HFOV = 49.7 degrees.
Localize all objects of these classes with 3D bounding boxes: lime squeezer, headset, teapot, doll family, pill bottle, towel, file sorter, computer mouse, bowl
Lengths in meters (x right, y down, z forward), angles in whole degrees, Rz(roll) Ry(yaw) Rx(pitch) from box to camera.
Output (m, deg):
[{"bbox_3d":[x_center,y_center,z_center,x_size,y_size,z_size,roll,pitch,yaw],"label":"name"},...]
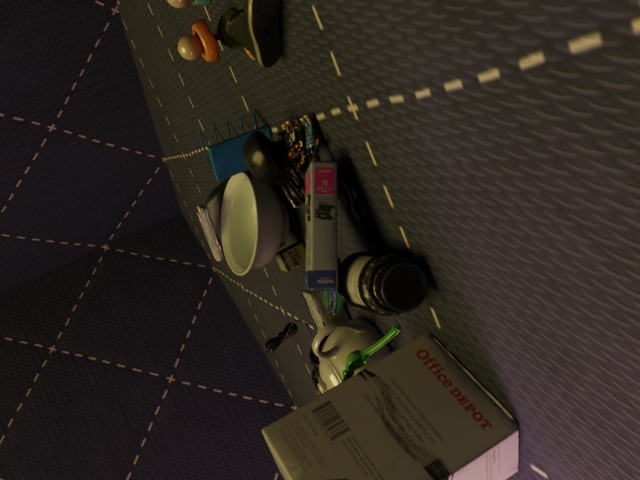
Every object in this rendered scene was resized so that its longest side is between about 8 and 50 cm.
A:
[{"bbox_3d":[0.099,0.331,1.625,0.110,0.310,0.059,22,-174,29],"label":"lime squeezer"},{"bbox_3d":[0.016,0.387,2.049,0.394,0.185,0.243,41,154,29],"label":"headset"},{"bbox_3d":[0.077,0.332,1.772,0.255,0.187,0.252,63,164,8],"label":"teapot"},{"bbox_3d":[-0.045,-0.203,1.528,0.193,0.076,0.111,148,115,-79],"label":"doll family"},{"bbox_3d":[0.120,0.084,1.365,0.122,0.123,0.219,67,163,-8],"label":"pill bottle"},{"bbox_3d":[-0.282,-0.093,2.179,0.034,0.285,0.209,4,127,26],"label":"towel"},{"bbox_3d":[-0.225,-0.260,1.850,0.104,0.170,0.118,57,163,37],"label":"file sorter"},{"bbox_3d":[-0.125,-0.176,1.661,0.188,0.072,0.272,65,-172,11],"label":"computer mouse"},{"bbox_3d":[-0.179,-0.049,2.001,0.298,0.134,0.297,3,93,62],"label":"bowl"}]

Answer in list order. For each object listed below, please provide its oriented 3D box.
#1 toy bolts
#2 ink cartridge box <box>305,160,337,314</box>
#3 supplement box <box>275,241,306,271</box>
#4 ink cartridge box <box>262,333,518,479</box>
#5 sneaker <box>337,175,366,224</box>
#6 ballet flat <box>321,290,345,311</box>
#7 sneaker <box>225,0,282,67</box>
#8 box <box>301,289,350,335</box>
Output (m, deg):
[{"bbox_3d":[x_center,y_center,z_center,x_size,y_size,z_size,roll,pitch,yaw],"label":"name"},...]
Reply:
[{"bbox_3d":[-0.249,-0.500,1.564,0.218,0.159,0.228,45,156,48],"label":"toy bolts"},{"bbox_3d":[0.000,0.000,1.459,0.186,0.065,0.310,145,122,-84],"label":"ink cartridge box"},{"bbox_3d":[-0.081,0.046,2.014,0.056,0.083,0.083,64,165,-8],"label":"supplement box"},{"bbox_3d":[0.135,0.400,1.318,0.285,0.395,0.166,48,160,45],"label":"ink cartridge box"},{"bbox_3d":[0.066,-0.083,1.449,0.044,0.040,0.109,79,169,-84],"label":"sneaker"},{"bbox_3d":[0.028,0.108,1.830,0.070,0.070,0.188,48,156,44],"label":"ballet flat"},{"bbox_3d":[-0.149,-0.457,1.403,0.118,0.083,0.222,38,157,19],"label":"sneaker"},{"bbox_3d":[0.016,0.191,1.946,0.126,0.072,0.137,66,167,-7],"label":"box"}]
